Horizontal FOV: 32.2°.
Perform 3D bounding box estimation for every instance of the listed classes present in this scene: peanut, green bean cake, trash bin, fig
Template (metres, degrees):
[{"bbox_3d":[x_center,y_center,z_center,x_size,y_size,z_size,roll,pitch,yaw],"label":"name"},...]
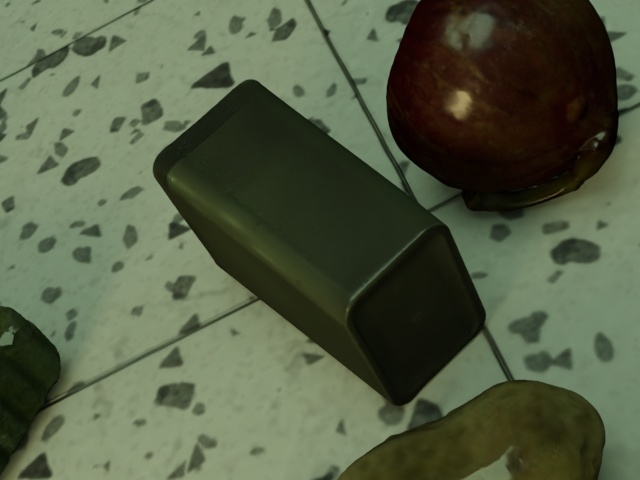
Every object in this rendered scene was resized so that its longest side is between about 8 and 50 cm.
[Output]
[{"bbox_3d":[0.090,0.176,0.729,0.224,0.129,0.129,-27,47,-8],"label":"peanut"},{"bbox_3d":[-0.343,0.143,0.983,0.185,0.094,0.183,9,59,31],"label":"green bean cake"},{"bbox_3d":[0.000,0.000,0.884,0.122,0.164,0.240,-43,49,-11],"label":"trash bin"},{"bbox_3d":[0.154,-0.122,0.904,0.205,0.205,0.205,-13,50,16],"label":"fig"}]
